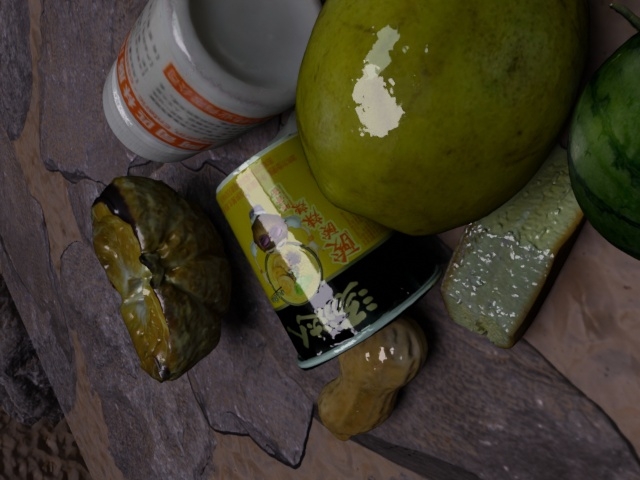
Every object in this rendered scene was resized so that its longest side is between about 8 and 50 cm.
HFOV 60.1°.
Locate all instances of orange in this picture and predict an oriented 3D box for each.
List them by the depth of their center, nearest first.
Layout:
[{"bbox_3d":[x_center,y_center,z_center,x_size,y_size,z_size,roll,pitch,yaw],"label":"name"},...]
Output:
[{"bbox_3d":[-0.278,0.056,1.013,0.271,0.210,0.368,-24,86,50],"label":"orange"}]

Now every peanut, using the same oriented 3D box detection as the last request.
[{"bbox_3d":[0.067,0.196,0.780,0.117,0.101,0.263,-113,33,-46],"label":"peanut"}]

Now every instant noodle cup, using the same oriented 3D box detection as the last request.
[{"bbox_3d":[0.000,0.000,0.667,0.216,0.216,0.236,-33,90,47],"label":"instant noodle cup"}]

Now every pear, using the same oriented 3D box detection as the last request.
[{"bbox_3d":[0.109,-0.155,0.510,0.253,0.253,0.307,35,98,34],"label":"pear"}]

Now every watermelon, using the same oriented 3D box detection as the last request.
[{"bbox_3d":[0.280,-0.080,0.409,0.188,0.188,0.214,-49,28,43],"label":"watermelon"}]

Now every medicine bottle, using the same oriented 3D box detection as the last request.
[{"bbox_3d":[-0.169,-0.237,0.774,0.372,0.211,0.210,-8,97,57],"label":"medicine bottle"}]

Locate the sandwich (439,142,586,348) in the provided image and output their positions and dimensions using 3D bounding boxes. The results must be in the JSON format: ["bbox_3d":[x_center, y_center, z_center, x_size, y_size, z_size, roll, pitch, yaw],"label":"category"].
[{"bbox_3d":[0.202,0.024,0.589,0.094,0.096,0.257,34,128,28],"label":"sandwich"}]

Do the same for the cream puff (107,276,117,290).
[{"bbox_3d":[-0.429,0.070,1.260,0.119,0.104,0.133,47,131,35],"label":"cream puff"}]

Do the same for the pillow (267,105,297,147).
[{"bbox_3d":[0.001,-0.156,0.752,0.254,0.078,0.144,-51,56,42],"label":"pillow"}]
